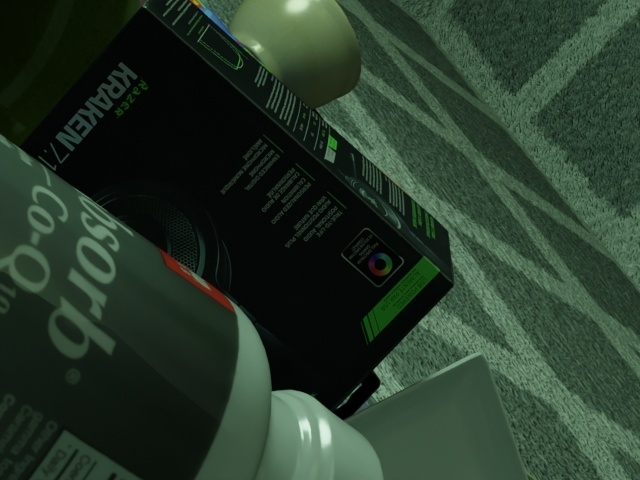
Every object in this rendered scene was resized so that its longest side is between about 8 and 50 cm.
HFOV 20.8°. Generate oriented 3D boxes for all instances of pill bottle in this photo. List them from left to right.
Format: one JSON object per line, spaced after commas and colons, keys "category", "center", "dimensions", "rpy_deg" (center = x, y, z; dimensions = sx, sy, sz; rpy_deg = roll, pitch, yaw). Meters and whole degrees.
{"category": "pill bottle", "center": [-0.156, 0.075, 0.843], "dimensions": [0.363, 0.210, 0.210], "rpy_deg": [37, 15, -25]}

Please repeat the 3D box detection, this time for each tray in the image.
{"category": "tray", "center": [0.042, 0.182, 1.154], "dimensions": [0.270, 0.030, 0.145], "rpy_deg": [-21, 94, -44]}

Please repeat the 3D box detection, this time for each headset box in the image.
{"category": "headset box", "center": [-0.081, 0.018, 1.154], "dimensions": [0.283, 0.246, 0.131], "rpy_deg": [42, 13, -9]}

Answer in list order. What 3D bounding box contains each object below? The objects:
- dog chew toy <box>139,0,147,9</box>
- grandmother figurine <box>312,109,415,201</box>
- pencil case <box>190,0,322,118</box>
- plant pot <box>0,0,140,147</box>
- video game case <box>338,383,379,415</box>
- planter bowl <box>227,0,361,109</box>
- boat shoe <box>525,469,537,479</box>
{"category": "dog chew toy", "center": [-0.283, -0.324, 1.725], "dimensions": [0.332, 0.206, 0.206], "rpy_deg": [45, 13, -13]}
{"category": "grandmother figurine", "center": [-0.004, -0.110, 2.082], "dimensions": [0.342, 0.104, 0.208], "rpy_deg": [52, 7, 22]}
{"category": "pencil case", "center": [-0.130, -0.183, 1.890], "dimensions": [0.306, 0.119, 0.133], "rpy_deg": [46, 4, 12]}
{"category": "plant pot", "center": [-0.309, -0.195, 1.202], "dimensions": [0.254, 0.276, 0.276], "rpy_deg": [37, 9, 32]}
{"category": "video game case", "center": [0.032, 0.168, 1.494], "dimensions": [0.190, 0.022, 0.173], "rpy_deg": [51, 16, 28]}
{"category": "planter bowl", "center": [-0.048, -0.210, 1.983], "dimensions": [0.162, 0.109, 0.162], "rpy_deg": [35, -34, 28]}
{"category": "boat shoe", "center": [0.148, 0.212, 1.627], "dimensions": [0.190, 0.068, 0.072], "rpy_deg": [47, -2, -28]}
